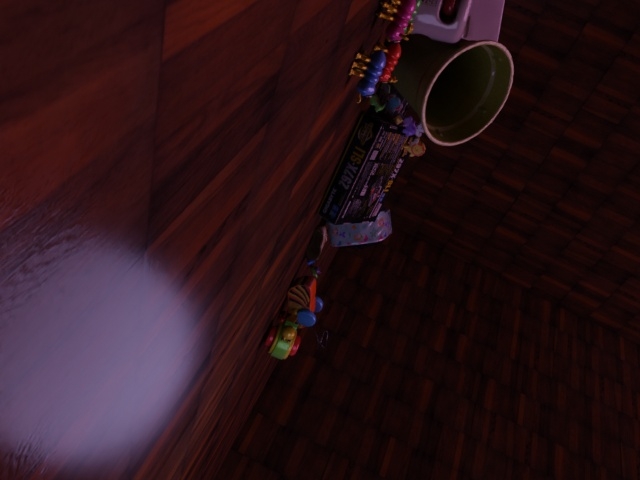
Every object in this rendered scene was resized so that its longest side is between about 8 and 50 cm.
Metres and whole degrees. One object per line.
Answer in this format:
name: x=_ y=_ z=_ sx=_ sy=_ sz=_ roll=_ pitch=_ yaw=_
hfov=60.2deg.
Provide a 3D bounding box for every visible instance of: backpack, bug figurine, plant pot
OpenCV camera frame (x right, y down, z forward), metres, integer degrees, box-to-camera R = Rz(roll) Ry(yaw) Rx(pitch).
backpack: x=0.134 y=-0.062 z=1.923 sx=0.253 sy=0.224 sz=0.191 roll=-48 pitch=130 yaw=-71
bug figurine: x=0.138 y=-0.393 z=1.107 sx=0.216 sy=0.072 sz=0.279 roll=-67 pitch=175 yaw=29
plant pot: x=0.310 y=-0.431 z=1.443 sx=0.275 sy=0.254 sz=0.276 roll=-19 pitch=136 yaw=-19

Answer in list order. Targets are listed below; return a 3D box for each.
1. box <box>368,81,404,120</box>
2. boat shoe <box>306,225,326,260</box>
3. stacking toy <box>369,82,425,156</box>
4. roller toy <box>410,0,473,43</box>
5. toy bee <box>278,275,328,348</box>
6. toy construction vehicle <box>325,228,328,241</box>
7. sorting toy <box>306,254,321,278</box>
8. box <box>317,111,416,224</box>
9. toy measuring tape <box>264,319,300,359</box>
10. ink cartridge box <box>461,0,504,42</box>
box: x=0.272 y=-0.531 z=1.745 sx=0.395 sy=0.097 sz=0.318 roll=-66 pitch=172 yaw=29
boat shoe: x=-0.008 y=0.009 z=1.819 sx=0.045 sy=0.050 sz=0.135 roll=-50 pitch=167 yaw=-50
stacking toy: x=0.224 y=-0.350 z=1.531 sx=0.052 sy=0.221 sz=0.167 roll=-32 pitch=-163 yaw=31
roller toy: x=0.269 y=-0.556 z=1.242 sx=0.209 sy=0.146 sz=0.191 roll=84 pitch=21 yaw=-75
toy bee: x=-0.080 y=0.254 z=1.934 sx=0.195 sy=0.162 sz=0.299 roll=-36 pitch=128 yaw=-64
toy construction vehicle: x=0.000 y=0.000 z=1.957 sx=0.086 sy=0.035 sz=0.098 roll=-60 pitch=174 yaw=-41
sorting toy: x=-0.017 y=0.079 z=1.880 sx=0.042 sy=0.102 sz=0.061 roll=-27 pitch=143 yaw=4
box: x=0.145 y=-0.202 z=1.635 sx=0.257 sy=0.079 sz=0.322 roll=-9 pitch=129 yaw=-57
toy measuring tape: x=-0.144 y=0.353 z=1.873 sx=0.122 sy=0.121 sz=0.330 roll=-62 pitch=-175 yaw=-25
ink cartridge box: x=0.426 y=-0.688 z=1.540 sx=0.226 sy=0.131 sz=0.307 roll=78 pitch=13 yaw=-54
